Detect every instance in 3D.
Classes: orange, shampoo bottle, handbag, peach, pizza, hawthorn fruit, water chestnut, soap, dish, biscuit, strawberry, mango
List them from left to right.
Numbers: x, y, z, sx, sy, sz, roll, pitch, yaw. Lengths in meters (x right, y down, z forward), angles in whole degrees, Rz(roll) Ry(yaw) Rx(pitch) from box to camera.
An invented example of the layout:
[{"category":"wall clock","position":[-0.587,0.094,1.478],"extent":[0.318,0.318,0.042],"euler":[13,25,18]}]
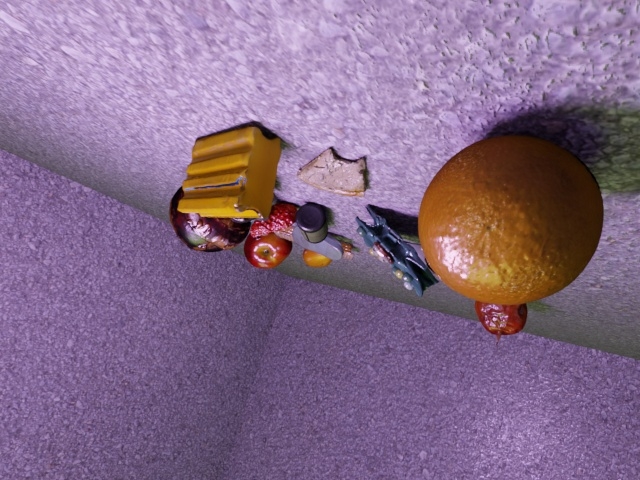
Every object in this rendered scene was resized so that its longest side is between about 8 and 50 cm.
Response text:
[{"category":"water chestnut","position":[-0.366,-0.101,1.414],"extent":[0.300,0.299,0.300],"euler":[17,169,4]},{"category":"soap","position":[-0.232,-0.158,0.998],"extent":[0.096,0.204,0.325],"euler":[15,174,-41]},{"category":"peach","position":[-0.252,0.028,1.929],"extent":[0.244,0.199,0.243],"euler":[-14,-165,4]},{"category":"strawberry","position":[-0.168,-0.074,1.412],"extent":[0.121,0.188,0.082],"euler":[-115,2,-68]},{"category":"biscuit","position":[-0.029,0.000,1.798],"extent":[0.379,0.054,0.094],"euler":[17,168,5]},{"category":"shampoo bottle","position":[-0.023,-0.047,1.446],"extent":[0.101,0.101,0.284],"euler":[16,169,8]},{"category":"mango","position":[-0.003,0.069,1.972],"extent":[0.145,0.112,0.219],"euler":[23,156,-23]},{"category":"pizza","position":[0.045,-0.158,0.987],"extent":[0.181,0.034,0.262],"euler":[21,168,-12]},{"category":"handbag","position":[0.223,0.045,1.224],"extent":[0.268,0.100,0.274],"euler":[49,-175,24]},{"category":"dish","position":[0.358,0.080,1.508],"extent":[0.228,0.086,0.236],"euler":[12,167,25]},{"category":"hawthorn fruit","position":[0.754,0.326,1.676],"extent":[0.208,0.243,0.207],"euler":[13,155,6]},{"category":"orange","position":[0.290,-0.032,0.638],"extent":[0.275,0.274,0.274],"euler":[17,169,4]}]

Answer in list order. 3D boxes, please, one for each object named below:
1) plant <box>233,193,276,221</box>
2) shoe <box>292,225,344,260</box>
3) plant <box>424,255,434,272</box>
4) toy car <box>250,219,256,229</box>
[{"category":"plant","position":[-0.218,-0.131,1.252],"extent":[0.149,0.146,0.274],"euler":[-13,-178,1]},{"category":"shoe","position":[0.000,0.000,1.694],"extent":[0.251,0.103,0.100],"euler":[27,-144,23]},{"category":"plant","position":[0.420,0.055,1.182],"extent":[0.142,0.131,0.203],"euler":[31,163,-36]},{"category":"toy car","position":[-0.319,-0.095,1.702],"extent":[0.224,0.090,0.076],"euler":[22,174,-20]}]
